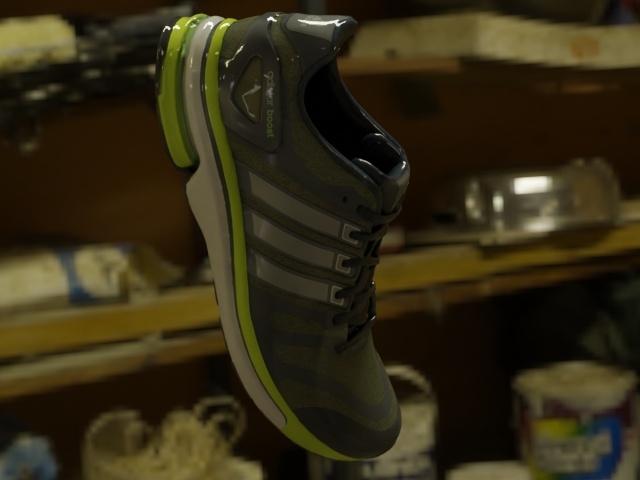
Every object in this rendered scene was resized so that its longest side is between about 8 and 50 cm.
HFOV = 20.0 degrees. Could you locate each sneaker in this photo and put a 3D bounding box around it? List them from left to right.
[{"bbox_3d":[0.000,0.000,1.084,0.121,0.300,0.111,-10,23,25],"label":"sneaker"}]
